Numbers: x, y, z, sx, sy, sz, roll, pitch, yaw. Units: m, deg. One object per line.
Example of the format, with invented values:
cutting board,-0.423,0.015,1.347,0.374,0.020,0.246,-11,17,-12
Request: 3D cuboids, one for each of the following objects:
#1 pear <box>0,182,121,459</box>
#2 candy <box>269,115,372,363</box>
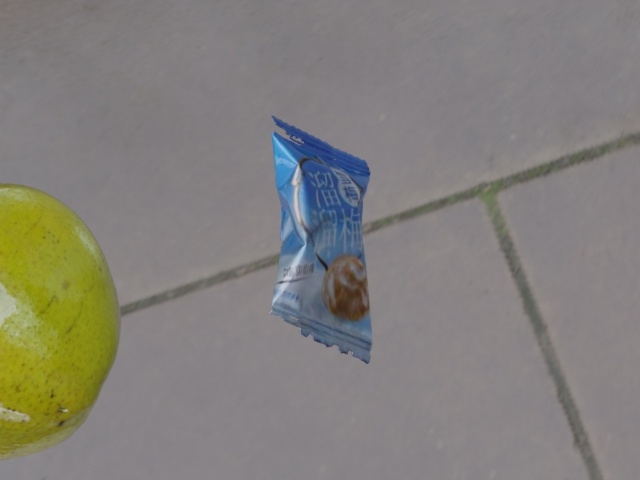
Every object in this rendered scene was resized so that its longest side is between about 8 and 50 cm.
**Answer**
pear,-0.235,0.054,0.994,0.198,0.198,0.198,5,108,16
candy,0.000,0.000,0.865,0.038,0.088,0.136,-17,62,36
